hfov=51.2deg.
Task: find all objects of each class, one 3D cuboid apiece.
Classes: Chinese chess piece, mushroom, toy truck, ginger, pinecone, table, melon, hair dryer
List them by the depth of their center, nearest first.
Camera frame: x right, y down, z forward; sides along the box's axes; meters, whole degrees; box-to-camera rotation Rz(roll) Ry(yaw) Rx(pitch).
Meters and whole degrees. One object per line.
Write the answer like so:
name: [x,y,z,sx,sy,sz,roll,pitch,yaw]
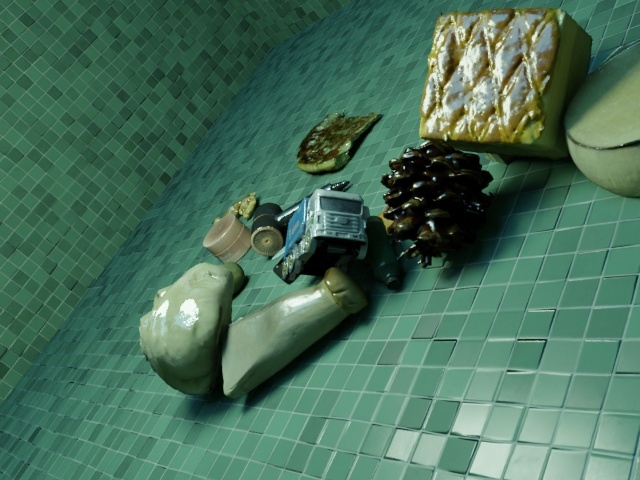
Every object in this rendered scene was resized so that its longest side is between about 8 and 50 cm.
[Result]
Chinese chess piece: [0.607,-0.234,1.194,0.338,0.140,0.338,-36,27,22]
pinecone: [0.249,-0.081,1.409,0.243,0.243,0.257,-30,59,30]
table: [0.419,-0.229,1.554,0.079,0.062,0.083,-47,25,-4]
mushroom: [-0.079,0.204,1.567,0.407,0.137,0.154,-36,42,14]
toy truck: [0.000,0.000,1.609,0.367,0.146,0.175,133,140,-66]
melon: [-0.291,0.125,2.056,0.131,0.098,0.098,-48,25,1]
hair dryer: [-0.059,-0.101,2.071,0.352,0.107,0.189,-30,27,13]
ginger: [-0.303,-0.104,2.475,0.193,0.052,0.176,8,57,50]

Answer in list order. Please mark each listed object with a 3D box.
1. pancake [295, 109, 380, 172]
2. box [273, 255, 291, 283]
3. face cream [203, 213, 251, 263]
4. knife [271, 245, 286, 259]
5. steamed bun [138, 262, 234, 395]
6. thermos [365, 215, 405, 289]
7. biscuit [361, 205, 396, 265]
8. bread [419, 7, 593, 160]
pancake: [0.039,-0.344,2.325,0.305,0.067,0.426,-42,23,-10]
box: [-0.075,0.059,1.909,0.126,0.027,0.125,-48,26,-5]
face cream: [-0.310,-0.002,2.264,0.149,0.104,0.149,-35,27,21]
knife: [-0.034,-0.022,1.924,0.260,0.035,0.063,-31,25,11]
steamed bun: [-0.345,0.219,1.724,0.324,0.219,0.310,-85,4,-47]
thermos: [0.144,0.031,1.540,0.083,0.073,0.188,-15,49,-5]
biscuit: [0.217,-0.088,1.670,0.339,0.047,0.216,-40,27,11]
bread: [0.374,-0.316,1.371,0.279,0.207,0.279,16,95,37]
